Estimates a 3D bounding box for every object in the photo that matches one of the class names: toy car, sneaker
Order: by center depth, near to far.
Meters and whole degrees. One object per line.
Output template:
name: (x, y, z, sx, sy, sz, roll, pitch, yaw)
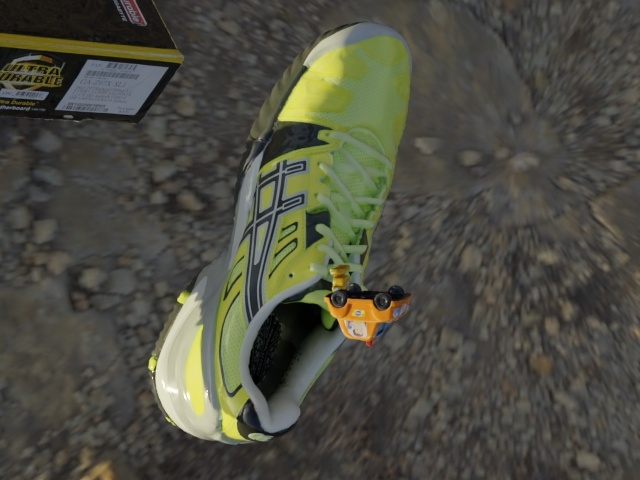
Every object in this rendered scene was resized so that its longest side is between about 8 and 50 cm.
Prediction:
toy car: (0.035, 0.046, 1.227, 0.060, 0.122, 0.040, 0, 98, 3)
sneaker: (0.000, 0.000, 1.464, 0.145, 0.147, 0.384, 25, 85, -37)

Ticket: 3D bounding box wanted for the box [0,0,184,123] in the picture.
box: (-0.267, -0.221, 1.152, 0.079, 0.257, 0.322, -53, 52, 37)
